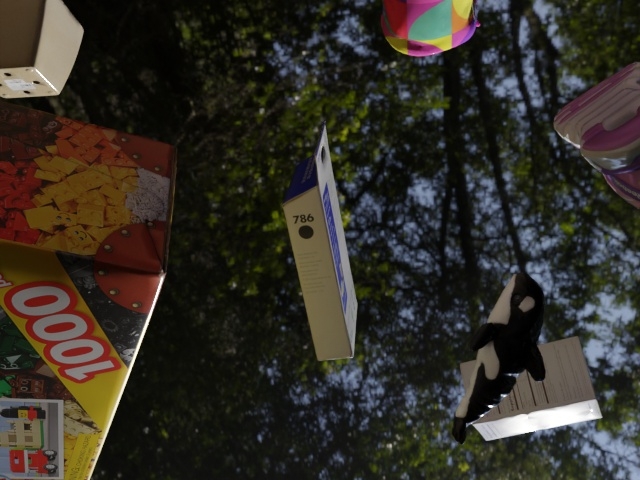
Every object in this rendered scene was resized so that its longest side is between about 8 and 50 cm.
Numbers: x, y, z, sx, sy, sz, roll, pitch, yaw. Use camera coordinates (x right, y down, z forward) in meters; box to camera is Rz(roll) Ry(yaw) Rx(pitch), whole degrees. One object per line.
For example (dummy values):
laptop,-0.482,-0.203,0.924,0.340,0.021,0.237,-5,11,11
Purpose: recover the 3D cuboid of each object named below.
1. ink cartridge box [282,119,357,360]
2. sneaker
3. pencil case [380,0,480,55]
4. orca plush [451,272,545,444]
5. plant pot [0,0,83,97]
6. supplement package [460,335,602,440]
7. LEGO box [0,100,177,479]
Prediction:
ink cartridge box,0.000,0.000,1.092,0.065,0.333,0.165,-6,-156,9
sneaker,0.278,-0.085,0.635,0.095,0.104,0.236,-37,-169,23
pencil case,0.096,-0.277,0.627,0.104,0.236,0.105,-4,-124,6
orca plush,0.299,0.201,1.139,0.102,0.151,0.287,29,-90,38
plant pot,-0.351,-0.227,0.840,0.108,0.109,0.096,-3,-105,4
supplement package,0.428,0.306,1.470,0.244,0.139,0.134,-17,-125,17
LEGO box,-0.398,0.092,0.766,0.372,0.500,0.193,12,-138,-19
